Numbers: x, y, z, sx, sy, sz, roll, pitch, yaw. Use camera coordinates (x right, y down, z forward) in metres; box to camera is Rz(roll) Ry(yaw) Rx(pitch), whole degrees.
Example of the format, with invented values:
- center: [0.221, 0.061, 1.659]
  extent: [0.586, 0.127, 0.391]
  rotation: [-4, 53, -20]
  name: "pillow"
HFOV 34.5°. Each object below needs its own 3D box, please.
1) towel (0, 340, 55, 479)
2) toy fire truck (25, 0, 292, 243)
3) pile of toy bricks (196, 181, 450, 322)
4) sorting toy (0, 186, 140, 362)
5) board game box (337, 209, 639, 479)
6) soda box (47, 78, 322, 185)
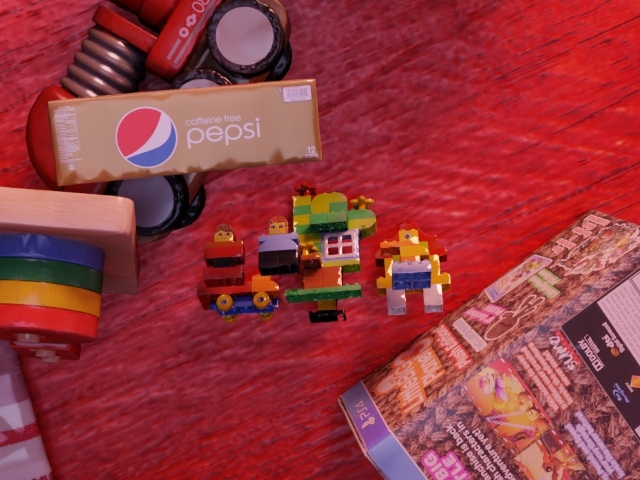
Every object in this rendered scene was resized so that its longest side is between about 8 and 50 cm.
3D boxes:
- center: [-0.337, 0.257, 0.881]
  extent: [0.237, 0.037, 0.329]
  rotation: [-14, 101, -5]
  name: "towel"
- center: [-0.171, -0.142, 0.790]
  extent: [0.246, 0.158, 0.217]
  rotation: [32, 94, 0]
  name: "toy fire truck"
- center: [0.000, 0.000, 0.860]
  extent: [0.212, 0.118, 0.105]
  rotation: [-4, 61, 4]
  name: "pile of toy bricks"
- center: [-0.264, 0.032, 0.733]
  extent: [0.257, 0.255, 0.089]
  rotation: [5, 78, -8]
  name: "sorting toy"
- center: [0.204, 0.156, 0.880]
  extent: [0.291, 0.141, 0.232]
  rotation: [-36, 102, -1]
  name: "board game box"
- center: [-0.093, -0.077, 0.717]
  extent: [0.181, 0.061, 0.058]
  rotation: [-5, 99, -6]
  name: "soda box"
